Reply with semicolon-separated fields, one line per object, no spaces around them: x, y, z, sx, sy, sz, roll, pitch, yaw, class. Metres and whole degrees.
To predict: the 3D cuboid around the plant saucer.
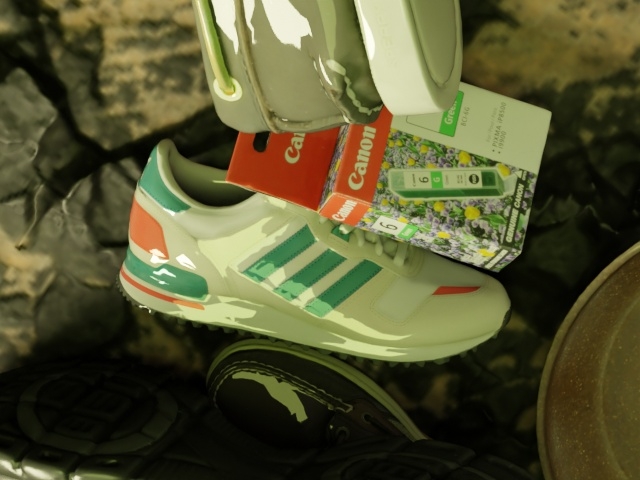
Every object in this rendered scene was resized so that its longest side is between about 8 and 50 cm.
0.188;0.070;0.777;0.198;0.036;0.198;3;111;8;plant saucer

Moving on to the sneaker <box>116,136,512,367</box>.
0.000;0.000;0.767;0.161;0.057;0.075;10;113;5;sneaker

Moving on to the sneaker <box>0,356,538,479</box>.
-0.048;0.131;0.757;0.286;0.109;0.130;14;113;25;sneaker

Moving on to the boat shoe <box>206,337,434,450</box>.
0.018;0.095;0.800;0.152;0.049;0.056;31;110;-4;boat shoe

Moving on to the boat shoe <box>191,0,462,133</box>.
-0.027;-0.186;0.681;0.091;0.109;0.305;-10;101;20;boat shoe

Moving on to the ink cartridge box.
0.027;-0.036;0.744;0.115;0.029;0.063;18;70;-8;ink cartridge box
